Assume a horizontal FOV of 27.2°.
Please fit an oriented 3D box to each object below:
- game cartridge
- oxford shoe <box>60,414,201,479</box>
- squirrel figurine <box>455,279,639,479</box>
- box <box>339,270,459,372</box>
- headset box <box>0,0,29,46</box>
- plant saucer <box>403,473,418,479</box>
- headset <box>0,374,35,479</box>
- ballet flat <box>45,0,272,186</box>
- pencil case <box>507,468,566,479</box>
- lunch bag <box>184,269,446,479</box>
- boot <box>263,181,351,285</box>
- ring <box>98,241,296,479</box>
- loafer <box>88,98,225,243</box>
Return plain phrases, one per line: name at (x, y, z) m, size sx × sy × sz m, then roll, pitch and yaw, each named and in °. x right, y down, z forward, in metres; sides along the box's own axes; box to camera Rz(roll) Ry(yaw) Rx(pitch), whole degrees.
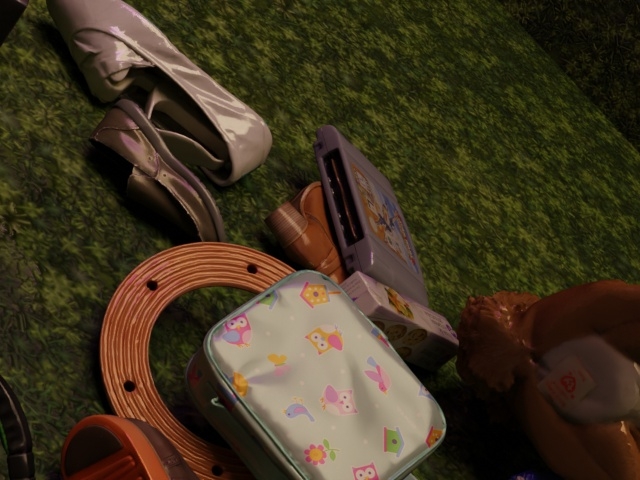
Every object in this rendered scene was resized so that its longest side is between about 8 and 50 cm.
game cartridge at (0.080, -0.021, 2.031) m, size 0.198 × 0.062 × 0.297 m, roll 36°, pitch 30°, yaw -45°
oxford shoe at (-0.123, 0.330, 1.338) m, size 0.133 × 0.130 × 0.363 m, roll 10°, pitch 46°, yaw -61°
squirrel figurine at (0.396, 0.174, 1.865) m, size 0.397 × 0.281 × 0.370 m, roll 11°, pitch 7°, yaw 34°
box at (0.108, 0.117, 1.834) m, size 0.063 × 0.067 × 0.324 m, roll 57°, pitch 13°, yaw 27°
headset box at (-0.510, -0.397, 1.838) m, size 0.218 × 0.110 × 0.293 m, roll 29°, pitch 32°, yaw -22°
plant saucer at (0.077, 0.349, 1.628) m, size 0.195 × 0.037 × 0.195 m, roll 29°, pitch 32°, yaw -20°
headset at (-0.345, 0.257, 1.013) m, size 0.244 × 0.185 × 0.394 m, roll -3°, pitch 83°, yaw -7°
ballet flat at (-0.248, -0.222, 1.920) m, size 0.400 × 0.139 × 0.139 m, roll 38°, pitch 30°, yaw -9°
pencil case at (0.291, 0.425, 1.693) m, size 0.133 × 0.119 × 0.306 m, roll 53°, pitch 22°, yaw -31°
lunch bag at (-0.015, 0.184, 1.526) m, size 0.224 × 0.108 × 0.279 m, roll -34°, pitch 78°, yaw -33°
boot at (0.000, 0.000, 1.973) m, size 0.152 × 0.073 × 0.197 m, roll 50°, pitch 29°, yaw -1°
ring at (-0.106, 0.154, 1.586) m, size 0.337 × 0.032 × 0.336 m, roll 14°, pitch 54°, yaw -21°
loafer at (-0.224, -0.072, 1.795) m, size 0.087 × 0.094 × 0.251 m, roll -37°, pitch 82°, yaw -20°
